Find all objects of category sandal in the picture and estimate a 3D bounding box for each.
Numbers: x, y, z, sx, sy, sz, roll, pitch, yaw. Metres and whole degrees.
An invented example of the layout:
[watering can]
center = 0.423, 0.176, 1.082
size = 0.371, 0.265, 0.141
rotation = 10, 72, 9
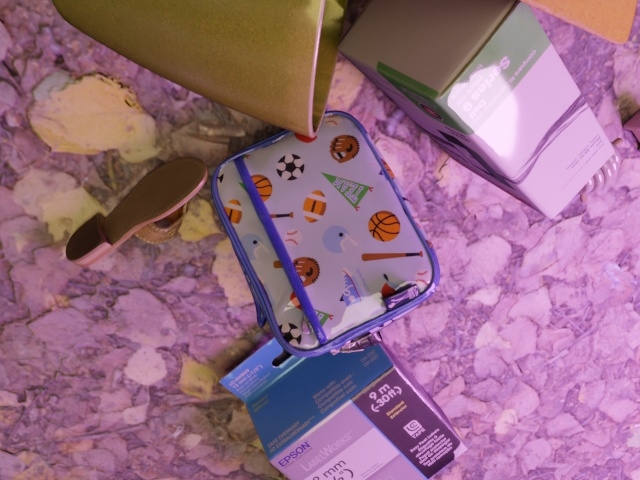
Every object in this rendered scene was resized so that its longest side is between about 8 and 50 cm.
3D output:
[sandal]
center = -0.240, -0.029, 0.708
size = 0.240, 0.088, 0.079
rotation = -31, 144, 9

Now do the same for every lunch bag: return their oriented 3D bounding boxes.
[lunch bag]
center = 0.000, 0.000, 0.659
size = 0.243, 0.115, 0.303
rotation = -25, 77, -3

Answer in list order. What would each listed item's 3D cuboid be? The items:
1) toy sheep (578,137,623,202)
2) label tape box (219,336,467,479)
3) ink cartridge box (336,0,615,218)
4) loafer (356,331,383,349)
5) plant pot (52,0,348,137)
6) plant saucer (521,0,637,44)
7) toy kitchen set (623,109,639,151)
[toy sheep]
center = 0.421, -0.116, 0.780
size = 0.132, 0.091, 0.091
rotation = -43, 112, -8
[label tape box]
center = 0.041, 0.290, 0.822
size = 0.249, 0.115, 0.347
rotation = -39, 114, 4
[ink cartridge box]
center = 0.191, -0.170, 0.603
size = 0.289, 0.211, 0.121
rotation = 29, 104, -40
[loafer]
center = 0.043, 0.052, 0.745
size = 0.078, 0.076, 0.223
rotation = -11, 86, 13
[plant pot]
center = -0.125, -0.276, 0.543
size = 0.294, 0.274, 0.274
rotation = 11, 108, 2
[plant saucer]
center = 0.142, -0.345, 0.462
size = 0.333, 0.332, 0.081
rotation = -3, 146, -38
[toy kitchen set]
center = 0.622, -0.188, 0.767
size = 0.207, 0.122, 0.166
rotation = -44, 111, 7
